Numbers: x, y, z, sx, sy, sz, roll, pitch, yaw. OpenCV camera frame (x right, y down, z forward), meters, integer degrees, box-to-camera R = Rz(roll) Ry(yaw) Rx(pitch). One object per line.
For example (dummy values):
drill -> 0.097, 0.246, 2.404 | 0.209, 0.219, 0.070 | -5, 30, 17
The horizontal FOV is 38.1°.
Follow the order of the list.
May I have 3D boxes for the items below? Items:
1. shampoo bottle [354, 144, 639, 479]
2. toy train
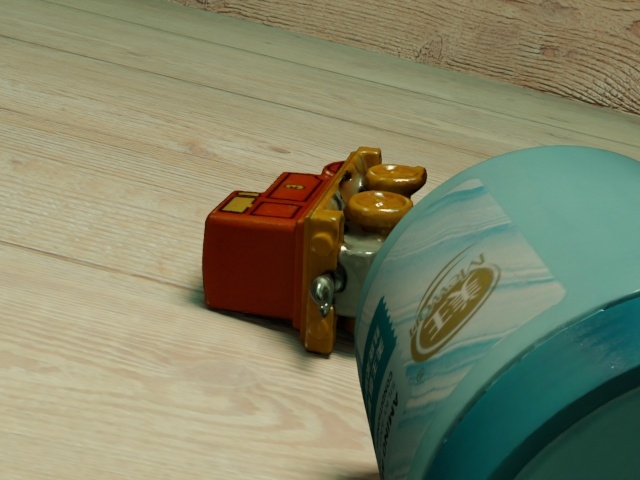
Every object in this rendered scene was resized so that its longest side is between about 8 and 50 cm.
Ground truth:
shampoo bottle -> 0.201, 0.129, 0.638 | 0.331, 0.331, 0.343 | 10, 20, -9
toy train -> 0.000, 0.000, 1.098 | 0.231, 0.163, 0.369 | 8, 20, 9
